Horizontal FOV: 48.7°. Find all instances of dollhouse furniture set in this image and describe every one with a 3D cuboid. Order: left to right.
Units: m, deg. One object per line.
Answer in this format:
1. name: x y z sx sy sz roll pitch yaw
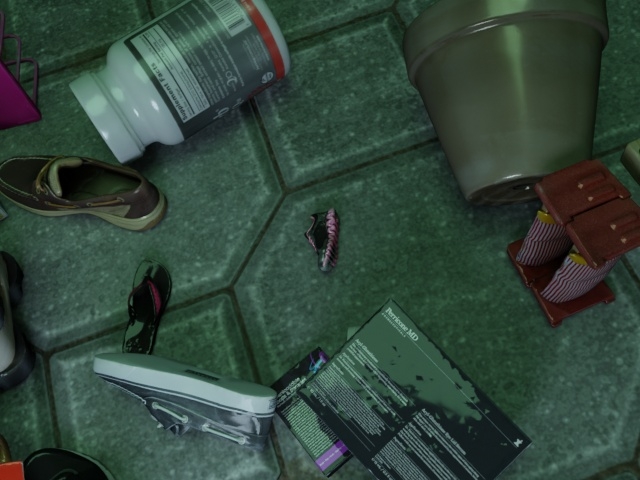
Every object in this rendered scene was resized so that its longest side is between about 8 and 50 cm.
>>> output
1. dollhouse furniture set: 0.487 -0.042 1.054 0.374 0.201 0.152 -22 62 -10

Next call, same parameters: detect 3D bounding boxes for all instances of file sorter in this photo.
1. file sorter: -0.694 -0.363 1.339 0.202 0.291 0.182 -14 59 2

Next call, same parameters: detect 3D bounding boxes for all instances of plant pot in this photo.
1. plant pot: 0.308 -0.213 1.125 0.323 0.323 0.281 -7 78 5

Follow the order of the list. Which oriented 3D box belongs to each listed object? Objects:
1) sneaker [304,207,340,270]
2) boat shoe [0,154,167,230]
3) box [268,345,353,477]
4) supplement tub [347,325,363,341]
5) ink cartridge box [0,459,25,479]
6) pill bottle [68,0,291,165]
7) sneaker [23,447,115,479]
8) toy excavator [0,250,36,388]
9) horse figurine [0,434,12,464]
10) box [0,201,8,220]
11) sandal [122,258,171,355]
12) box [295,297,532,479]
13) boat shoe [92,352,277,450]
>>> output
1. sneaker: 0.000 0.000 1.190 0.057 0.047 0.119 -4 55 14
2. boat shoe: -0.446 -0.109 1.264 0.341 0.123 0.123 15 66 15
3. box: 0.004 0.255 1.065 0.116 0.029 0.162 -37 65 -11
4. supplement tub: 0.096 0.164 1.073 0.107 0.071 0.071 -2 63 7
5. ink cartridge box: -0.522 0.439 0.936 0.274 0.060 0.239 -8 89 -5
6. pill bottle: -0.253 -0.305 1.286 0.362 0.210 0.210 -34 63 -9
7. sneaker: -0.333 0.382 0.997 0.283 0.124 0.107 33 72 22
8. toy excavator: -0.677 0.185 1.043 0.444 0.222 0.433 -13 60 -13
9. horse figurine: -0.478 0.392 1.020 0.174 0.066 0.264 -6 82 25
10. box: -0.699 -0.051 1.284 0.203 0.103 0.114 -35 64 -9
11. sandal: -0.292 0.110 1.176 0.067 0.040 0.179 0 64 9
12. box: 0.125 0.237 0.970 0.184 0.103 0.261 -44 78 1
13. boat shoe: -0.214 0.243 1.068 0.301 0.108 0.102 12 91 12
